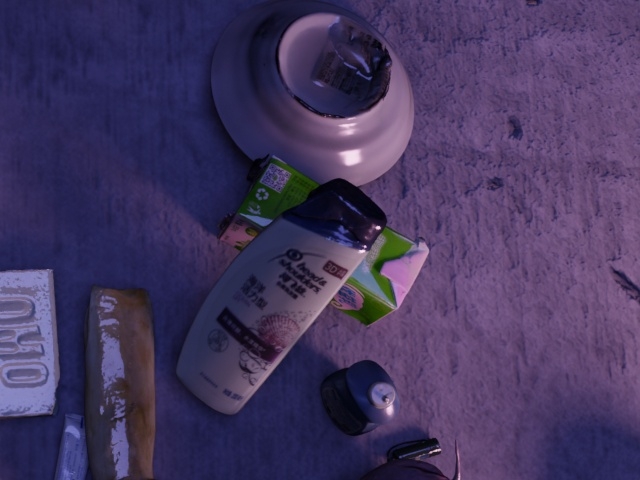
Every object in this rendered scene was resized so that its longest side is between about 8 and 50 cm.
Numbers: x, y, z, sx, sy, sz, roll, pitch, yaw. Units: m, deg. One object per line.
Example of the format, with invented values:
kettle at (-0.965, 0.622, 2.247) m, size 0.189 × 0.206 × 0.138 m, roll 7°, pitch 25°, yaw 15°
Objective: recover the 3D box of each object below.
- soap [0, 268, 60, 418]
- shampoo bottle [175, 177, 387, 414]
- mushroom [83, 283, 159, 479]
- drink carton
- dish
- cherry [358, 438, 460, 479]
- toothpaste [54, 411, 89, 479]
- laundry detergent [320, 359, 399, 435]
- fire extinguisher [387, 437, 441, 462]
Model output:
soap at (-0.409, 0.139, 1.816) m, size 0.115 × 0.063 × 0.198 m, roll -3°, pitch 79°, yaw -16°
shampoo bottle at (-0.063, 0.068, 1.795) m, size 0.134 × 0.078 × 0.359 m, roll 38°, pitch 114°, yaw -1°
mushroom at (-0.268, 0.215, 1.827) m, size 0.100 × 0.081 × 0.312 m, roll 5°, pitch 73°, yaw -33°
drink carton at (0.000, 0.000, 1.893) m, size 0.271 × 0.161 × 0.108 m, roll 31°, pitch 73°, yaw -6°
dish at (0.004, -0.233, 1.950) m, size 0.317 × 0.106 × 0.316 m, roll 7°, pitch 67°, yaw -16°
cherry at (0.114, 0.406, 1.822) m, size 0.266 × 0.183 × 0.213 m, roll -32°, pitch 72°, yaw 3°
toothpaste at (-0.338, 0.339, 1.807) m, size 0.052 × 0.033 × 0.218 m, roll 17°, pitch 71°, yaw -21°
laundry detergent at (0.057, 0.213, 1.837) m, size 0.061 × 0.206 × 0.096 m, roll -18°, pitch 84°, yaw -16°
fire extinguisher at (0.127, 0.301, 1.931) m, size 0.083 × 0.025 × 0.038 m, roll -15°, pitch 44°, yaw -16°
